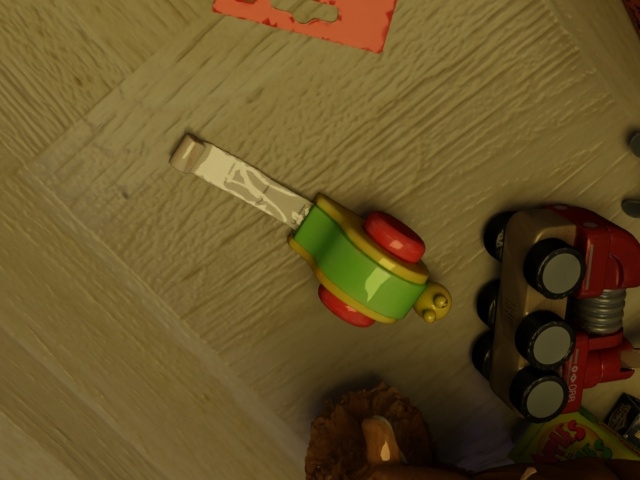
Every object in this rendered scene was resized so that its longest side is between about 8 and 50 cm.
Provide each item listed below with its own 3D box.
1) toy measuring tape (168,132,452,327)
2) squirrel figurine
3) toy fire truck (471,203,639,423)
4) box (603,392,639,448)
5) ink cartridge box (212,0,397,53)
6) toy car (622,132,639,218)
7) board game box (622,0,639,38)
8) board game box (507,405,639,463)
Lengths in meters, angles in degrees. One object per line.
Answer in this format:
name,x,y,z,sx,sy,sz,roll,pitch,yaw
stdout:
toy measuring tape,0.000,0.000,1.067,0.330,0.121,0.121,30,103,-17
squirrel figurine,0.122,0.299,1.044,0.370,0.397,0.281,21,85,-39
toy fire truck,0.312,0.079,1.132,0.246,0.158,0.217,-4,111,-19
box,0.409,0.302,1.267,0.220,0.051,0.175,25,105,-16
ink cartridge box,0.010,-0.299,0.991,0.181,0.056,0.224,12,106,-12
toy car,0.417,-0.058,1.115,0.188,0.149,0.155,7,121,16
board game box,0.451,-0.309,0.884,0.356,0.356,0.356,-31,112,4
board game box,0.313,0.260,1.195,0.181,0.043,0.092,36,105,15
